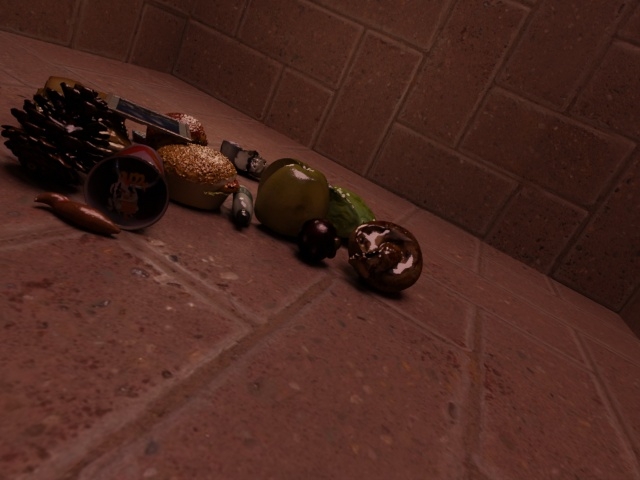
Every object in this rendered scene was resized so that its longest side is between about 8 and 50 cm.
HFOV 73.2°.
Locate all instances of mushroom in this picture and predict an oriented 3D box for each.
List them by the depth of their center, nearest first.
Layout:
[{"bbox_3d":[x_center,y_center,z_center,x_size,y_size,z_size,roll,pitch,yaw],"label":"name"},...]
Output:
[{"bbox_3d":[0.209,0.056,1.481,0.283,0.195,0.263,-7,73,-52],"label":"mushroom"}]

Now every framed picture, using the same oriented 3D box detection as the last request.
[{"bbox_3d":[-0.575,-0.411,1.447,0.281,0.019,0.209,17,22,-30],"label":"framed picture"}]

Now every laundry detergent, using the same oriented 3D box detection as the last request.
[{"bbox_3d":[-0.267,-0.113,1.490,0.070,0.099,0.225,-14,27,-5],"label":"laundry detergent"}]

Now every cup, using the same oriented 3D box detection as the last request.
[{"bbox_3d":[-0.510,-0.172,1.185,0.203,0.202,0.288,17,17,-23],"label":"cup"}]

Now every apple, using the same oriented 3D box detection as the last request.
[{"bbox_3d":[-0.104,-0.157,1.562,0.292,0.254,0.292,24,21,-10],"label":"apple"}]

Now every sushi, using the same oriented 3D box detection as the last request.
[{"bbox_3d":[-0.339,-0.363,2.030,0.273,0.134,0.109,13,-11,-7],"label":"sushi"}]

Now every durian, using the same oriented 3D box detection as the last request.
[{"bbox_3d":[0.100,-0.100,1.796,0.255,0.204,0.340,51,19,23],"label":"durian"}]

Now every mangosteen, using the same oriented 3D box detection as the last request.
[{"bbox_3d":[0.000,0.000,1.435,0.153,0.152,0.152,23,19,-9],"label":"mangosteen"}]

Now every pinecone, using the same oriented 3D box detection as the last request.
[{"bbox_3d":[-0.682,-0.296,1.156,0.247,0.291,0.246,18,-22,7],"label":"pinecone"}]

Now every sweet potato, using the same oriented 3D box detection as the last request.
[{"bbox_3d":[-0.573,-0.065,1.026,0.202,0.058,0.055,26,40,-2],"label":"sweet potato"}]

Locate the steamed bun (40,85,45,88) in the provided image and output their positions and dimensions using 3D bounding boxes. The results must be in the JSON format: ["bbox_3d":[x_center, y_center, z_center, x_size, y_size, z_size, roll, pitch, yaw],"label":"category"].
[{"bbox_3d":[-0.995,-0.521,1.628,0.130,0.090,0.112,27,23,-3],"label":"steamed bun"}]

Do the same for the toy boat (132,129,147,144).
[{"bbox_3d":[-0.717,-0.437,1.808,0.069,0.058,0.173,34,21,23],"label":"toy boat"}]

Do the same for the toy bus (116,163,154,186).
[{"bbox_3d":[-0.597,-0.203,1.345,0.153,0.061,0.051,5,23,-38],"label":"toy bus"}]

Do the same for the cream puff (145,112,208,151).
[{"bbox_3d":[-0.561,-0.409,1.695,0.240,0.240,0.163,15,65,-28],"label":"cream puff"}]

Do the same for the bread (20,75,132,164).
[{"bbox_3d":[-0.785,-0.393,1.415,0.314,0.191,0.370,13,24,-36],"label":"bread"}]

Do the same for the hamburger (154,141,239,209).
[{"bbox_3d":[-0.420,-0.231,1.463,0.294,0.179,0.276,18,21,-24],"label":"hamburger"}]
